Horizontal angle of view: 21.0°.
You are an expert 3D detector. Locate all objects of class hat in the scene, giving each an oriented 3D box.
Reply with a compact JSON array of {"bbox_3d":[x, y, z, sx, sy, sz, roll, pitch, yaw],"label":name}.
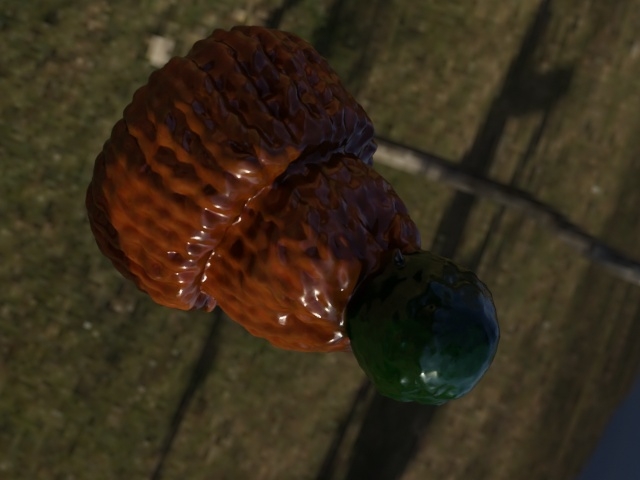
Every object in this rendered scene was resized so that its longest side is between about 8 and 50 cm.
[{"bbox_3d":[0.000,0.000,1.593,0.285,0.400,0.285,-48,169,-13],"label":"hat"}]
